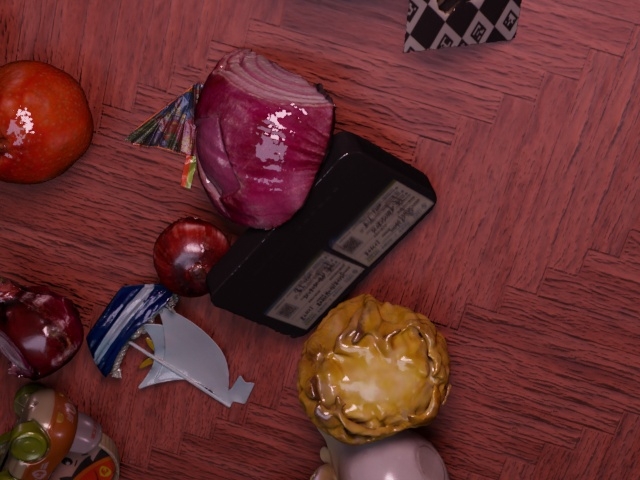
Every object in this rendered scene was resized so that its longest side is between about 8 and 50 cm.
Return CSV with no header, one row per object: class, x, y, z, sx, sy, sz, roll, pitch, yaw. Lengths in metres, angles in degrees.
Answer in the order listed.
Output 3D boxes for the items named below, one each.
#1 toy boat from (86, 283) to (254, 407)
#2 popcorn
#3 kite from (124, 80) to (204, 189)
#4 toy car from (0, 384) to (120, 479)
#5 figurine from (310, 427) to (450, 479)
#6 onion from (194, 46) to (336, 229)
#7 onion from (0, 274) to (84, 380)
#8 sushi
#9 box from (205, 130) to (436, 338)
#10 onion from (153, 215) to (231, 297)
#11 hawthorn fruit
toy boat,-0.244,0.199,1.941,0.291,0.067,0.220,35,113,-8
popcorn,0.083,0.201,1.807,0.250,0.190,0.250,1,74,-2
kite,-0.190,-0.162,1.809,0.241,0.014,0.183,15,114,2
toy car,-0.458,0.382,2.027,0.235,0.145,0.235,-5,120,-8
figurine,0.023,0.418,1.944,0.394,0.226,0.274,-29,74,30
onion,-0.116,-0.147,1.675,0.250,0.111,0.247,32,104,34
onion,-0.477,0.125,1.905,0.173,0.135,0.198,8,125,45
sushi,0.193,-0.380,1.580,0.047,0.231,0.219,29,123,43
box,0.000,0.000,1.766,0.211,0.058,0.350,26,118,-38
onion,-0.203,0.026,1.829,0.131,0.131,0.131,4,112,9
hawthorn fruit,-0.454,-0.170,1.736,0.196,0.225,0.196,7,118,13
